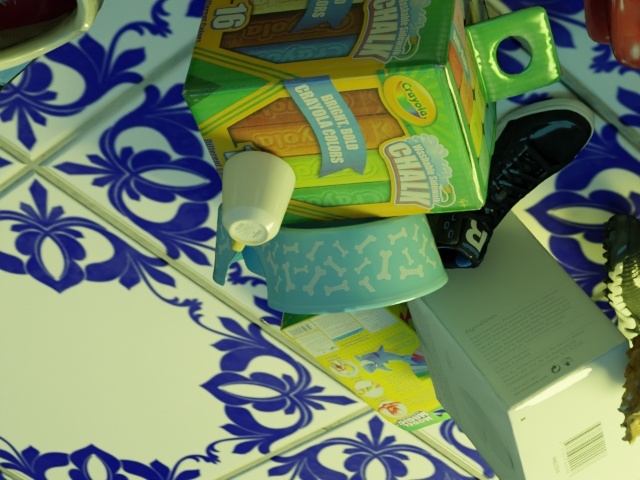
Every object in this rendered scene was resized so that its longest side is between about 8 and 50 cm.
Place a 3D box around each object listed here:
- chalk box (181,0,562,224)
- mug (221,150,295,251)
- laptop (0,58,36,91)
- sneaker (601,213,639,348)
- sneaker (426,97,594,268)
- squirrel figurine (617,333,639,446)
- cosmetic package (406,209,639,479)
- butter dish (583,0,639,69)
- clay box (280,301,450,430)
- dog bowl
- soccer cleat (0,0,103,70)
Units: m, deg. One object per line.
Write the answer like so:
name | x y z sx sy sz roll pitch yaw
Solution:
chalk box | 0.056 -0.139 1.492 0.289 0.179 0.180 -5 138 18
mug | -0.053 -0.026 1.461 0.062 0.064 0.078 -4 140 15
laptop | -0.438 -0.186 1.514 0.382 0.408 0.236 35 167 -24
sneaker | 0.337 0.049 1.732 0.106 0.078 0.234 -5 141 14
sneaker | 0.166 -0.039 1.629 0.079 0.121 0.217 36 134 -28
squirrel figurine | 0.450 0.069 1.584 0.397 0.281 0.370 -3 160 -12
cosmetic package | 0.201 0.128 1.715 0.138 0.225 0.224 -30 137 -10
butter dish | 0.294 -0.190 1.429 0.159 0.118 0.160 1 138 10
clay box | 0.077 0.119 1.884 0.127 0.053 0.222 -23 130 33
dog bowl | 0.000 0.000 1.624 0.166 0.297 0.074 -13 102 -22
soccer cleat | -0.339 -0.181 1.444 0.331 0.143 0.116 -17 117 -3
